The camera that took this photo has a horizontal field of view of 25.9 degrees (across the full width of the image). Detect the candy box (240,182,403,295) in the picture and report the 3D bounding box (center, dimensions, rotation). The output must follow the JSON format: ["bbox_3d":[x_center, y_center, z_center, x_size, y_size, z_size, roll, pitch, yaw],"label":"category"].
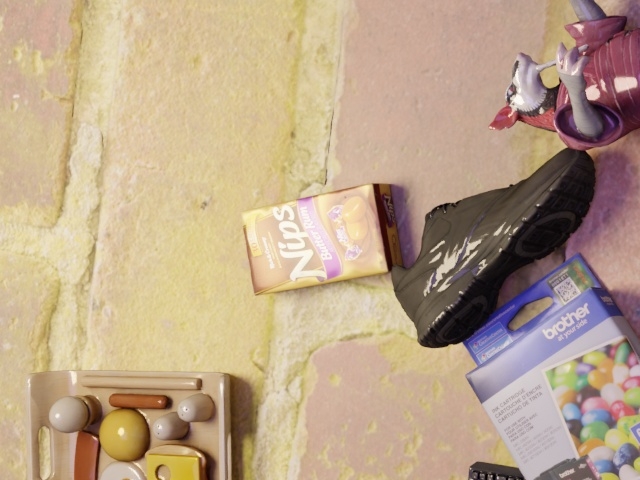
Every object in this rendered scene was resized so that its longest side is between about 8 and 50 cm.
[{"bbox_3d":[0.000,0.000,1.689,0.186,0.053,0.109,-12,86,28],"label":"candy box"}]

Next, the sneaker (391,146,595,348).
[{"bbox_3d":[0.185,-0.012,1.571,0.286,0.109,0.130,-45,56,14],"label":"sneaker"}]

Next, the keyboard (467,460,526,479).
[{"bbox_3d":[0.251,0.319,1.586,0.180,0.023,0.108,5,93,27],"label":"keyboard"}]

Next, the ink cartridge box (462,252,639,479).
[{"bbox_3d":[0.289,0.188,1.531,0.185,0.065,0.311,-38,68,22],"label":"ink cartridge box"}]

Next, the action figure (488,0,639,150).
[{"bbox_3d":[0.348,-0.178,1.455,0.370,0.276,0.248,-21,36,39],"label":"action figure"}]

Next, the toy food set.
[{"bbox_3d":[-0.248,0.282,1.797,0.306,0.092,0.220,-1,90,27],"label":"toy food set"}]
